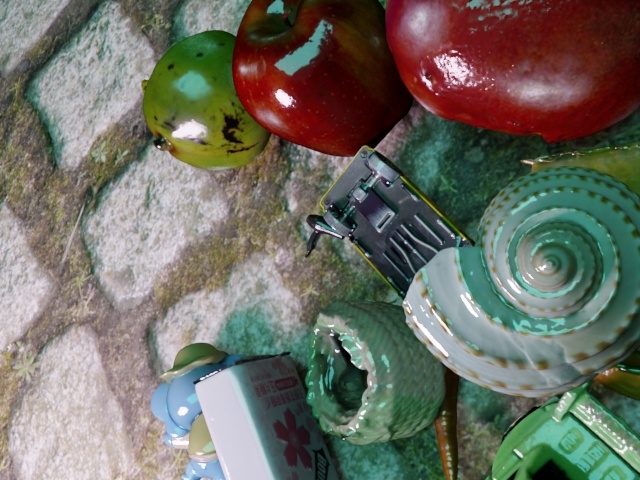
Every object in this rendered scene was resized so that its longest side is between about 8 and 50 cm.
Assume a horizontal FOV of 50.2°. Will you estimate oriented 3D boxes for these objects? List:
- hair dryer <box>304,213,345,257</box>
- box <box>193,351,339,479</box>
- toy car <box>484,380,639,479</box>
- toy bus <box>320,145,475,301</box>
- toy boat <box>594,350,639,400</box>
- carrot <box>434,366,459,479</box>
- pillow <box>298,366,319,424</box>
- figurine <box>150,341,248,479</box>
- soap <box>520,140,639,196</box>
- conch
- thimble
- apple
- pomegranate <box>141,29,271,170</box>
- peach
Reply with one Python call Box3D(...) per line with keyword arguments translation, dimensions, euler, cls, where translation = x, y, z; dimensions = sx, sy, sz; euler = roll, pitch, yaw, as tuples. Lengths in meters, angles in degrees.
Box3D(translation=(0.000, 0.000, 1.242), dimensions=(0.079, 0.031, 0.083), euler=(29, 108, 22), cls="hair dryer")
Box3D(translation=(-0.059, 0.357, 1.072), dimensions=(0.112, 0.190, 0.370), euler=(-27, 76, 22), cls="box")
Box3D(translation=(0.298, 0.358, 0.905), dimensions=(0.359, 0.176, 0.213), euler=(-51, 60, 11), cls="toy car")
Box3D(translation=(0.152, 0.004, 1.079), dimensions=(0.144, 0.152, 0.330), euler=(-51, 58, 17), cls="toy bus")
Box3D(translation=(0.407, 0.149, 0.935), dimensions=(0.229, 0.088, 0.088), euler=(34, 118, 37), cls="toy boat")
Box3D(translation=(0.190, 0.268, 1.034), dimensions=(0.048, 0.048, 0.216), euler=(-14, 57, 26), cls="carrot")
Box3D(translation=(-0.035, 0.288, 1.188), dimensions=(0.217, 0.033, 0.130), euler=(-26, 72, 22), cls="pillow")
Box3D(translation=(-0.209, 0.310, 1.210), dimensions=(0.180, 0.153, 0.262), euler=(-25, 55, 38), cls="figurine")
Box3D(translation=(0.424, 0.028, 0.913), dimensions=(0.338, 0.169, 0.305), euler=(-8, 66, 28), cls="soap")
Box3D(translation=(0.268, 0.074, 0.812), dimensions=(0.303, 0.319, 0.215), euler=(-39, 51, 12), cls="conch")
Box3D(translation=(0.076, 0.197, 1.046), dimensions=(0.219, 0.150, 0.219), euler=(-7, 81, 54), cls="thimble")
Box3D(translation=(0.004, -0.282, 1.117), dimensions=(0.288, 0.317, 0.288), euler=(-14, 64, 29), cls="apple")
Box3D(translation=(-0.175, -0.275, 1.279), dimensions=(0.340, 0.260, 0.260), euler=(-37, 61, -10), cls="pomegranate")
Box3D(translation=(0.316, -0.318, 0.964), dimensions=(0.416, 0.339, 0.353), euler=(-7, 114, 27), cls="peach")
